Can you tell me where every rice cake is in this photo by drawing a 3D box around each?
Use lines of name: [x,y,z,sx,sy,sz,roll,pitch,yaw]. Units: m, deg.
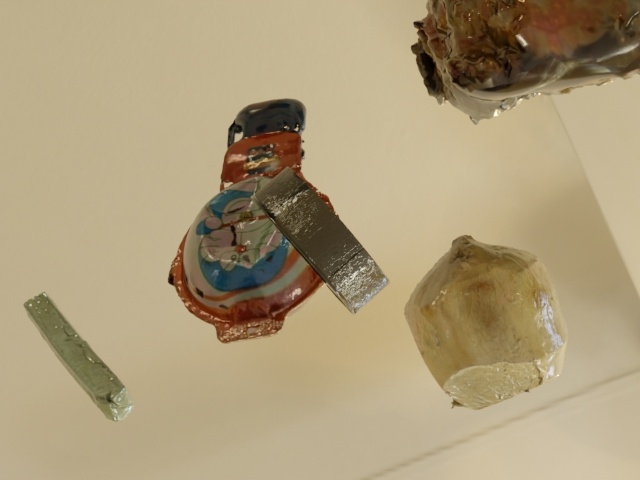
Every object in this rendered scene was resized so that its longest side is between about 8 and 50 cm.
rice cake: [-0.294,0.139,1.461,0.042,0.245,0.045,-35,-48,-17]

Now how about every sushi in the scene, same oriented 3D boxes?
sushi: [0.302,-0.259,1.377,0.418,0.417,0.175,-16,-86,8]

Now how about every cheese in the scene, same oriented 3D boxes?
cheese: [-0.073,-0.026,1.415,0.217,0.329,0.129,-9,-35,19]

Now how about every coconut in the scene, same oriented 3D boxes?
coconut: [0.188,0.085,1.375,0.194,0.194,0.194,0,-61,-1]

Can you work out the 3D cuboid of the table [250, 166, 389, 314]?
table: [0.000,0.000,1.021,0.043,0.133,0.133,-41,-66,-2]
